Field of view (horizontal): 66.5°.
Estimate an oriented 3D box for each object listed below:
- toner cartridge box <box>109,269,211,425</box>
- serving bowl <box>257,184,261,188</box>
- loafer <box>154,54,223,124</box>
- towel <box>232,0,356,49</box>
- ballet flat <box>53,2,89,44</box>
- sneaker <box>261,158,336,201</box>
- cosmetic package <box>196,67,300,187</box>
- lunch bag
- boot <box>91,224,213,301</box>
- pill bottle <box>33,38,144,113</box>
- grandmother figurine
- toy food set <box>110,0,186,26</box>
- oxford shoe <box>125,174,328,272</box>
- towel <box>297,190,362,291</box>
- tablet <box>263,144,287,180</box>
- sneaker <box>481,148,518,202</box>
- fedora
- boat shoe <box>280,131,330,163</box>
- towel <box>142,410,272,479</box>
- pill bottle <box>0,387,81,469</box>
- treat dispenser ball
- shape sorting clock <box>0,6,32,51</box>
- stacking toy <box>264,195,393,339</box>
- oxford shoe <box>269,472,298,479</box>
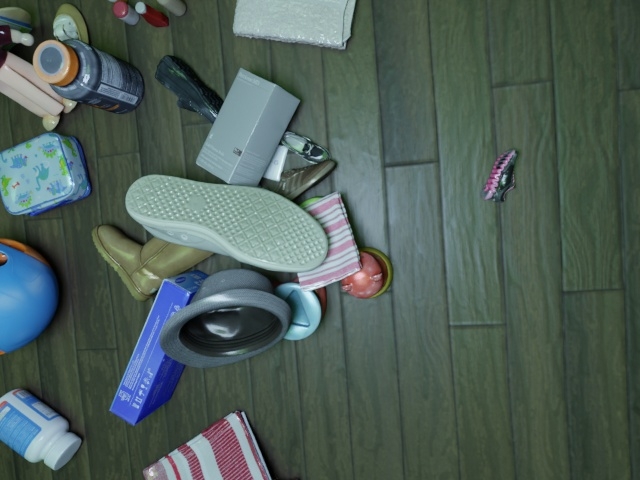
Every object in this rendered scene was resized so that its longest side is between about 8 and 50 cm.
[{"bbox_3d":[-0.365,0.247,1.163,0.075,0.165,0.347,26,98,9],"label":"toner cartridge box"},{"bbox_3d":[-0.181,-0.109,1.166,0.083,0.027,0.083,1,96,12],"label":"serving bowl"},{"bbox_3d":[-0.302,-0.339,1.154,0.223,0.076,0.078,46,115,4],"label":"loafer"},{"bbox_3d":[-0.057,-0.540,1.097,0.282,0.049,0.187,11,96,11],"label":"towel"},{"bbox_3d":[-0.613,-0.483,1.203,0.080,0.073,0.232,-17,90,12],"label":"ballet flat"},{"bbox_3d":[-0.055,-0.140,1.117,0.188,0.066,0.071,-35,90,12],"label":"sneaker"},{"bbox_3d":[-0.164,-0.248,1.099,0.127,0.107,0.237,32,103,31],"label":"cosmetic package"},{"bbox_3d":[-0.705,-0.162,1.238,0.219,0.090,0.176,-18,90,12],"label":"lunch bag"},{"bbox_3d":[-0.390,-0.013,1.194,0.270,0.089,0.236,-38,90,9],"label":"boot"},{"bbox_3d":[-0.522,-0.372,1.104,0.131,0.246,0.130,1,94,12],"label":"pill bottle"},{"bbox_3d":[-0.733,-0.398,1.103,0.208,0.342,0.104,-47,52,7],"label":"grandmother figurine"},{"bbox_3d":[-0.409,-0.571,1.137,0.232,0.104,0.111,3,95,11],"label":"toy food set"},{"bbox_3d":[-0.198,-0.031,1.060,0.450,0.130,0.169,14,64,8],"label":"oxford shoe"},{"bbox_3d":[0.000,0.000,1.054,0.144,0.029,0.197,-24,64,18],"label":"towel"},{"bbox_3d":[-0.112,-0.187,1.157,0.054,0.006,0.083,17,98,10],"label":"tablet"},{"bbox_3d":[0.394,-0.135,1.042,0.057,0.047,0.119,23,102,-8],"label":"sneaker"},{"bbox_3d":[-0.197,0.151,1.034,0.276,0.244,0.124,-30,46,20],"label":"fedora"},{"bbox_3d":[-0.036,-0.214,1.122,0.125,0.038,0.046,30,92,7],"label":"boat shoe"},{"bbox_3d":[-0.278,0.601,1.195,0.329,0.037,0.237,-36,65,12],"label":"towel"},{"bbox_3d":[-0.750,0.500,1.282,0.222,0.124,0.124,32,100,9],"label":"pill bottle"},{"bbox_3d":[-0.795,0.135,1.179,0.288,0.288,0.288,1,95,12],"label":"treat dispenser ball"},{"bbox_3d":[-0.793,-0.492,1.174,0.206,0.206,0.040,-36,99,12],"label":"shape sorting clock"},{"bbox_3d":[-0.024,0.061,1.095,0.309,0.130,0.279,-32,88,12],"label":"stacking toy"},{"bbox_3d":[-0.147,0.616,1.206,0.212,0.076,0.076,-5,63,15],"label":"oxford shoe"}]
